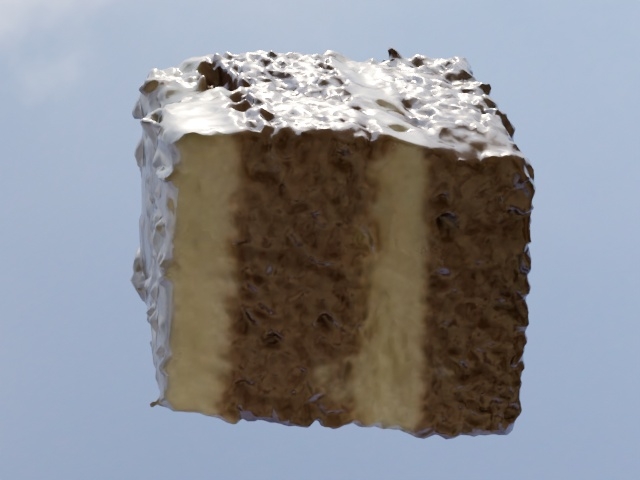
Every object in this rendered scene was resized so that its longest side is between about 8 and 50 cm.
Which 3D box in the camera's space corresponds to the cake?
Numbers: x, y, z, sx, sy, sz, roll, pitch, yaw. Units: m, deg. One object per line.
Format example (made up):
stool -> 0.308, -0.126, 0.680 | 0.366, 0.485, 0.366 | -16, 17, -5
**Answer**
cake -> 0.000, 0.000, 0.790 | 0.147, 0.135, 0.135 | -4, -69, -9
